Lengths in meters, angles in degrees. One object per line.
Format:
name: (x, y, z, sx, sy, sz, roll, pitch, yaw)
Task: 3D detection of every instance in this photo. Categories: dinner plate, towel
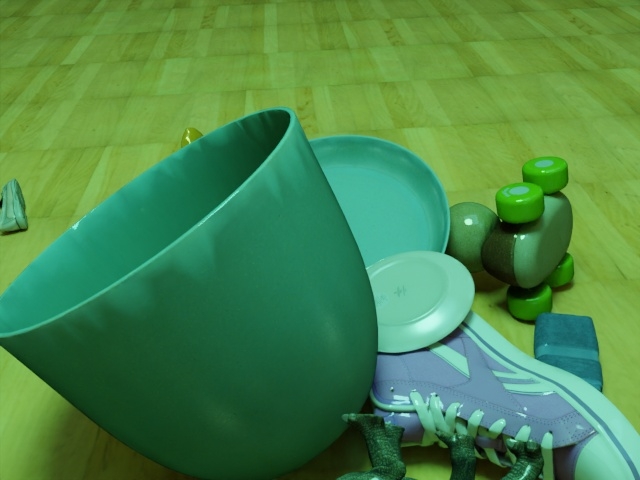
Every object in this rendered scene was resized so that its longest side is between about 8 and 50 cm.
dinner plate: (0.085, 0.055, 0.686, 0.141, 0.017, 0.141, -16, 37, 13)
towel: (0.259, 0.124, 0.708, 0.067, 0.029, 0.119, 7, 35, 13)

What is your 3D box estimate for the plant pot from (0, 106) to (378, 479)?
plant pot: (-0.084, 0.064, 0.586, 0.293, 0.235, 0.293, -29, 22, 13)

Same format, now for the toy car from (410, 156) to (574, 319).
toy car: (0.198, -0.011, 0.826, 0.188, 0.155, 0.149, 8, 32, 38)

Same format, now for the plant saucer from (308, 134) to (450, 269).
plant saucer: (0.000, 0.000, 0.817, 0.317, 0.044, 0.318, -10, 52, 13)

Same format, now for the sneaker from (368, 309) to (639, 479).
sneaker: (0.139, 0.169, 0.597, 0.161, 0.102, 0.282, -23, 28, -21)

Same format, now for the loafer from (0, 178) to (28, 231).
loafer: (-0.473, -0.054, 1.022, 0.039, 0.045, 0.125, -21, 39, -15)

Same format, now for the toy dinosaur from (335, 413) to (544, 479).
toy dinosaur: (0.080, 0.220, 0.496, 0.313, 0.121, 0.161, 9, 72, 7)

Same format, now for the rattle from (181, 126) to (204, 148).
rattle: (-0.099, -0.068, 0.936, 0.130, 0.143, 0.199, -6, 22, -41)
